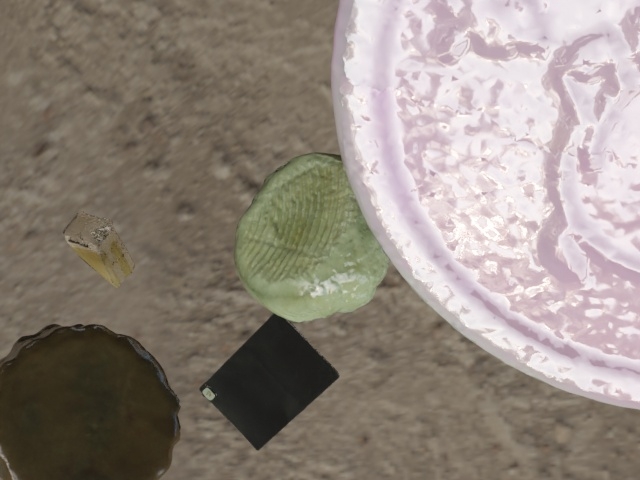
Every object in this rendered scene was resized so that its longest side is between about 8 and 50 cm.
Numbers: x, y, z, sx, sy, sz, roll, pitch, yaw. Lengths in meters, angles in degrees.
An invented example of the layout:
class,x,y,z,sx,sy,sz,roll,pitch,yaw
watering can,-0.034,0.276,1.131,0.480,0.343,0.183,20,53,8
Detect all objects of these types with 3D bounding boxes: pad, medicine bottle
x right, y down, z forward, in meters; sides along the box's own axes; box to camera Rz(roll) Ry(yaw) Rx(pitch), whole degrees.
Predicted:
class,x,y,z,sx,sy,sz,roll,pitch,yaw
pad,-0.068,0.182,1.883,0.116,0.193,0.004,46,35,2
medicine bottle,0.130,-0.111,0.520,0.212,0.212,0.325,42,27,-12

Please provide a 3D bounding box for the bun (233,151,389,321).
class,x,y,z,sx,sy,sz,roll,pitch,yaw
bun,0.000,0.000,1.642,0.118,0.195,0.195,36,63,-48

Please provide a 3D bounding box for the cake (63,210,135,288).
class,x,y,z,sx,sy,sz,roll,pitch,yaw
cake,-0.276,0.019,1.918,0.121,0.065,0.052,51,56,-41

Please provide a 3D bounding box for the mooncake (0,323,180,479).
class,x,y,z,sx,sy,sz,roll,pitch,yaw
mooncake,-0.283,0.207,1.698,0.228,0.124,0.228,3,82,-25
